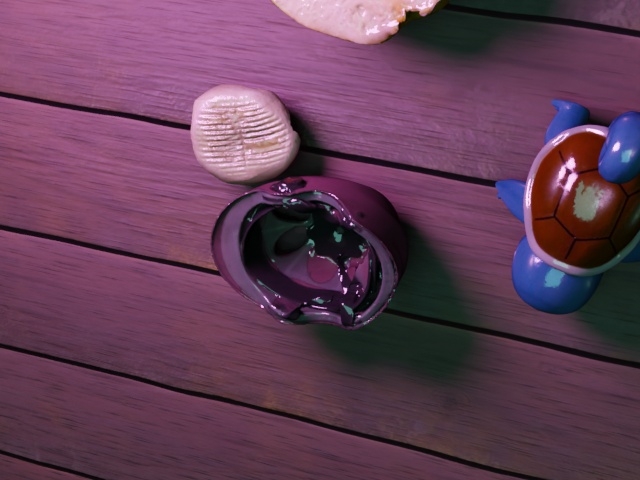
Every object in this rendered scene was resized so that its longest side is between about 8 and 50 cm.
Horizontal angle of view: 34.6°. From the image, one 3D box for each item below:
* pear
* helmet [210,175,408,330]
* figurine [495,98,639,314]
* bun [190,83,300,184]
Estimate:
[{"bbox_3d":[0.055,-0.507,1.589,0.340,0.191,0.386,-27,102,32],"label":"pear"},{"bbox_3d":[0.000,0.000,1.807,0.338,0.197,0.270,10,121,23],"label":"helmet"},{"bbox_3d":[0.442,-0.069,1.636,0.298,0.243,0.416,19,136,2],"label":"figurine"},{"bbox_3d":[-0.128,-0.194,1.819,0.193,0.128,0.178,-5,109,9],"label":"bun"}]
